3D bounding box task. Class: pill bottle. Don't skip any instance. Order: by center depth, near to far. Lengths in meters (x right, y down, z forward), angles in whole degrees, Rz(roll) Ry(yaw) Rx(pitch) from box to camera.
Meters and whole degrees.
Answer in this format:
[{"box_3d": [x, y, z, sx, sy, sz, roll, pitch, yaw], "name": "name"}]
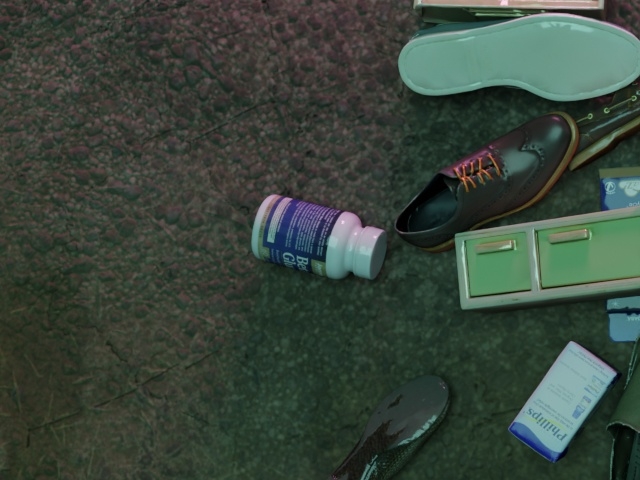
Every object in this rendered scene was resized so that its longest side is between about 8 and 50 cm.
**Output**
[{"box_3d": [0.000, 0.000, 1.816, 0.169, 0.094, 0.094, 14, 87, 19], "name": "pill bottle"}]

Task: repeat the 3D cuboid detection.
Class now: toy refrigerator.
[{"box_3d": [0.311, 0.026, 1.690, 0.269, 0.094, 0.102, -8, 80, 28], "name": "toy refrigerator"}]

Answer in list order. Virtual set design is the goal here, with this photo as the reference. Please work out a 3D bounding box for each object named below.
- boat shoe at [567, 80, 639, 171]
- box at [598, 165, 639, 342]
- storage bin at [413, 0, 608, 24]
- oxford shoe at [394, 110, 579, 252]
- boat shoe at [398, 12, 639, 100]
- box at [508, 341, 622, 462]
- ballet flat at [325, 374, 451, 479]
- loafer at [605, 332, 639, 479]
[{"box_3d": [0.394, -0.169, 1.728, 0.207, 0.073, 0.073, -29, 78, 11], "name": "boat shoe"}, {"box_3d": [0.431, 0.016, 1.714, 0.136, 0.036, 0.225, -3, 83, 17], "name": "box"}, {"box_3d": [0.260, -0.420, 1.776, 0.260, 0.123, 0.262, 4, 85, 17], "name": "storage bin"}, {"box_3d": [0.214, -0.074, 1.735, 0.271, 0.098, 0.097, -40, 67, 19], "name": "oxford shoe"}, {"box_3d": [0.266, -0.250, 1.759, 0.319, 0.099, 0.116, 0, 115, 20], "name": "boat shoe"}, {"box_3d": [0.309, 0.201, 1.679, 0.072, 0.126, 0.137, 36, 95, 16], "name": "box"}, {"box_3d": [0.086, 0.283, 1.780, 0.250, 0.058, 0.084, -51, 51, 0], "name": "ballet flat"}, {"box_3d": [0.408, 0.220, 1.651, 0.094, 0.087, 0.251, 1, 83, 50], "name": "loafer"}]
